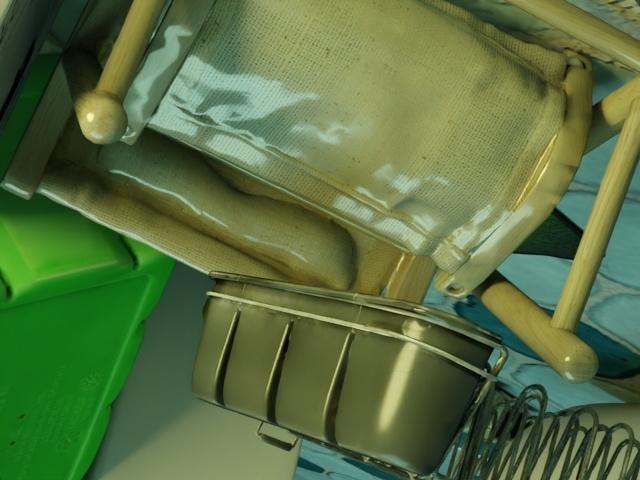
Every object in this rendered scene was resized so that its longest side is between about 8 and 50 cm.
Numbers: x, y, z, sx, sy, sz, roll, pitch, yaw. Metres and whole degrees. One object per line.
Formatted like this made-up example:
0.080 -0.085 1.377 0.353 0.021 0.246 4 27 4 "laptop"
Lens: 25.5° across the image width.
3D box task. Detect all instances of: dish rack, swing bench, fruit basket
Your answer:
0.082 0.102 0.685 0.271 0.074 0.208 27 171 -29 "dish rack"
0.001 -0.055 0.711 0.253 0.165 0.255 26 169 -17 "swing bench"
-0.292 0.010 1.004 0.392 0.392 0.283 6 -166 43 "fruit basket"

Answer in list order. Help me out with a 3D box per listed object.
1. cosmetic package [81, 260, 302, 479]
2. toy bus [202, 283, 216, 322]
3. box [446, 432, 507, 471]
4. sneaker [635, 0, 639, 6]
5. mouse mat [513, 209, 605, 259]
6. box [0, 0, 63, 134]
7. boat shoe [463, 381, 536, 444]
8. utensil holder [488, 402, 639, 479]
-0.137 0.196 1.150 0.161 0.453 0.230 18 167 -21 "cosmetic package"
-0.008 0.009 0.993 0.104 0.202 0.191 49 180 18 "toy bus"
0.193 0.223 1.564 0.244 0.060 0.100 20 165 6 "box"
0.197 -0.047 0.516 0.276 0.135 0.097 30 164 -24 "sneaker"
0.086 -0.024 0.978 0.190 0.007 0.152 5 158 47 "mouse mat"
-0.176 -0.126 0.679 0.087 0.169 0.290 24 163 -9 "box"
0.164 0.170 1.435 0.059 0.063 0.170 4 167 40 "boat shoe"
0.331 0.284 1.120 0.327 0.327 0.385 28 166 -21 "utensil holder"
